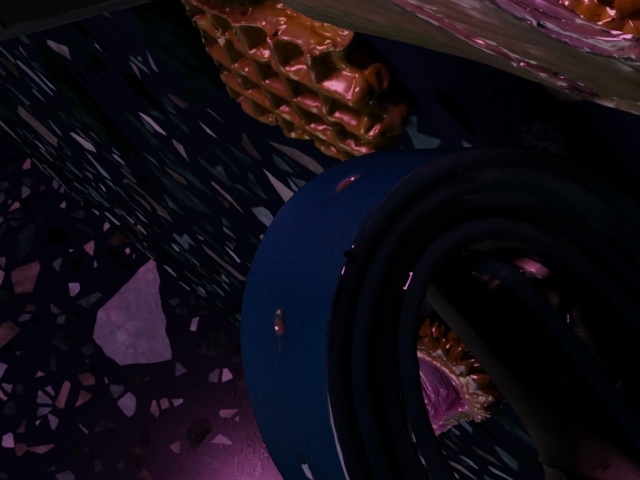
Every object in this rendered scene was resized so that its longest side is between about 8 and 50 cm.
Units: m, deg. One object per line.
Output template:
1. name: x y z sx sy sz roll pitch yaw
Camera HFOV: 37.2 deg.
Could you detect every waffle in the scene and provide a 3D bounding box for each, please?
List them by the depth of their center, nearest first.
1. waffle: -0.012 -0.136 0.809 0.211 0.055 0.160 32 163 30

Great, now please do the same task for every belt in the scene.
1. belt: 0.139 0.124 0.682 0.436 0.300 0.173 46 166 -18

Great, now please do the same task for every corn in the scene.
1. corn: 0.090 -0.123 0.425 0.305 0.122 0.123 29 163 36

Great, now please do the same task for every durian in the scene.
1. durian: 0.129 0.157 1.247 0.191 0.112 0.341 50 159 4

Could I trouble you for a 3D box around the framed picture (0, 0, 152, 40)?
1. framed picture: -0.231 -0.257 0.788 0.252 0.197 0.014 68 -172 -70
